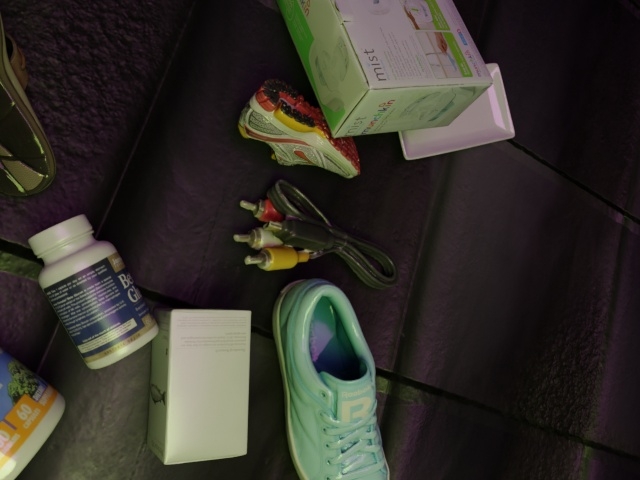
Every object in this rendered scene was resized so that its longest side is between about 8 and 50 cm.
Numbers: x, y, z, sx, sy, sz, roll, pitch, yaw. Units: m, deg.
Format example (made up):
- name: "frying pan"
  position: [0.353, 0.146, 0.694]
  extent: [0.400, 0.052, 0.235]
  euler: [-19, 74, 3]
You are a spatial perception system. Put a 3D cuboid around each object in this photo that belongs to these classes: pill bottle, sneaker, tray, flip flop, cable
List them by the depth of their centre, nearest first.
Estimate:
- name: "pill bottle"
  position: [-0.412, 0.138, 0.568]
  extent: [0.272, 0.152, 0.152]
  euler: [46, 66, -18]
- name: "flip flop"
  position: [-0.380, -0.188, 0.657]
  extent: [0.112, 0.080, 0.277]
  euler: [-16, 110, 4]
- name: "pill bottle"
  position: [-0.273, 0.059, 0.683]
  extent: [0.094, 0.094, 0.169]
  euler: [-31, 101, -27]
- name: "sneaker"
  position: [0.021, 0.228, 0.775]
  extent: [0.135, 0.150, 0.366]
  euler: [-17, 85, -19]
- name: "sneaker"
  position: [-0.025, -0.153, 0.853]
  extent: [0.225, 0.092, 0.088]
  euler: [27, 42, -38]
- name: "cable"
  position: [0.000, 0.000, 0.877]
  extent: [0.287, 0.072, 0.140]
  euler: [19, 53, -39]
- name: "tray"
  position: [0.233, -0.232, 1.023]
  extent: [0.270, 0.030, 0.145]
  euler: [-16, 94, -29]

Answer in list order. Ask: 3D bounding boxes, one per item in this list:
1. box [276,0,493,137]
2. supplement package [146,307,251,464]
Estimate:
- name: "box"
  position: [0.091, -0.304, 0.855]
  extent: [0.231, 0.127, 0.262]
  euler: [-13, 73, -29]
- name: "supplement package"
  position: [-0.157, 0.177, 0.731]
  extent: [0.105, 0.105, 0.179]
  euler: [4, 83, -29]
